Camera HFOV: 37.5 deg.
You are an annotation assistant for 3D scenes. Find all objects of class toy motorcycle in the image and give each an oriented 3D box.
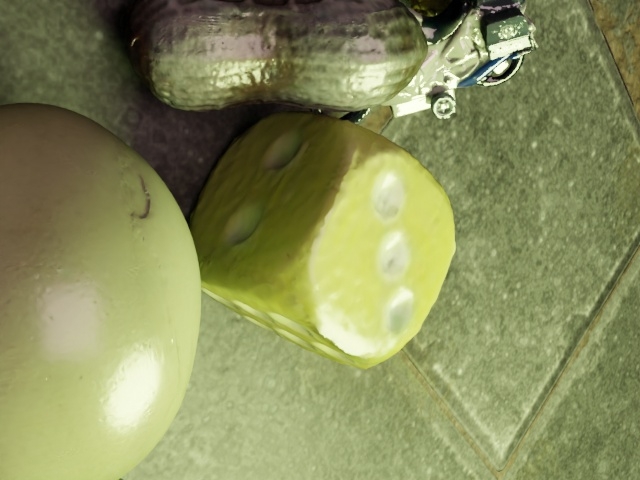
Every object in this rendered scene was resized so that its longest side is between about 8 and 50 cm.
[{"bbox_3d":[0.088,-0.188,0.867,0.221,0.102,0.150,-15,125,1],"label":"toy motorcycle"}]

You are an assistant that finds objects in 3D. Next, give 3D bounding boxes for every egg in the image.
[{"bbox_3d":[-0.188,0.045,0.632,0.219,0.219,0.269,-23,112,-36],"label":"egg"}]

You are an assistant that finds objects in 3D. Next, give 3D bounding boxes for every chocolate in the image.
[{"bbox_3d":[-0.034,-0.154,0.752,0.248,0.110,0.110,-4,104,-7],"label":"chocolate"}]

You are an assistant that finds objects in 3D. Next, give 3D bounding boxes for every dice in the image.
[{"bbox_3d":[0.000,0.000,0.820,0.166,0.169,0.169,37,75,-39],"label":"dice"}]

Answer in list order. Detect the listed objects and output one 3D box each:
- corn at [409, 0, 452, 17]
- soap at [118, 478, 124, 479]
[{"bbox_3d":[0.104,-0.347,0.894,0.086,0.086,0.288,-26,119,-35],"label":"corn"},{"bbox_3d":[-0.236,0.264,0.743,0.114,0.063,0.198,36,75,-38],"label":"soap"}]
